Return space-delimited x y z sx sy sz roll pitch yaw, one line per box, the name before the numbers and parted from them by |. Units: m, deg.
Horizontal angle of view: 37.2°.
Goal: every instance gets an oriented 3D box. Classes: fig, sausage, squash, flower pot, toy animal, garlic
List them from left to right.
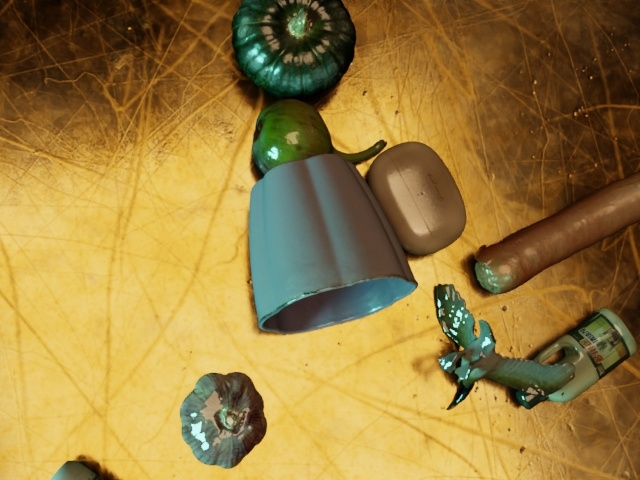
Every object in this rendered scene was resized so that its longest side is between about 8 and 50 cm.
garlic | -0.159 0.292 1.559 0.147 0.102 0.159 15 80 -3
squash | -0.046 -0.347 1.629 0.218 0.172 0.218 0 109 -1
flower pot | 0.000 0.000 1.552 0.265 0.265 0.243 -13 75 -8
fig | 0.001 -0.163 1.652 0.245 0.149 0.149 9 80 -24
toy animal | 0.251 0.203 1.597 0.272 0.160 0.197 41 101 26
sausage | 0.463 -0.027 1.679 0.419 0.094 0.094 -26 64 -8

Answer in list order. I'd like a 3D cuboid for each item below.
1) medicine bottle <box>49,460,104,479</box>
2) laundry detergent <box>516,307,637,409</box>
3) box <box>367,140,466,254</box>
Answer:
medicine bottle | -0.351 0.459 1.496 0.215 0.135 0.135 37 80 0
laundry detergent | 0.437 0.217 1.654 0.226 0.070 0.099 -33 95 -9
box | 0.168 -0.074 1.655 0.146 0.088 0.200 -25 84 -11
